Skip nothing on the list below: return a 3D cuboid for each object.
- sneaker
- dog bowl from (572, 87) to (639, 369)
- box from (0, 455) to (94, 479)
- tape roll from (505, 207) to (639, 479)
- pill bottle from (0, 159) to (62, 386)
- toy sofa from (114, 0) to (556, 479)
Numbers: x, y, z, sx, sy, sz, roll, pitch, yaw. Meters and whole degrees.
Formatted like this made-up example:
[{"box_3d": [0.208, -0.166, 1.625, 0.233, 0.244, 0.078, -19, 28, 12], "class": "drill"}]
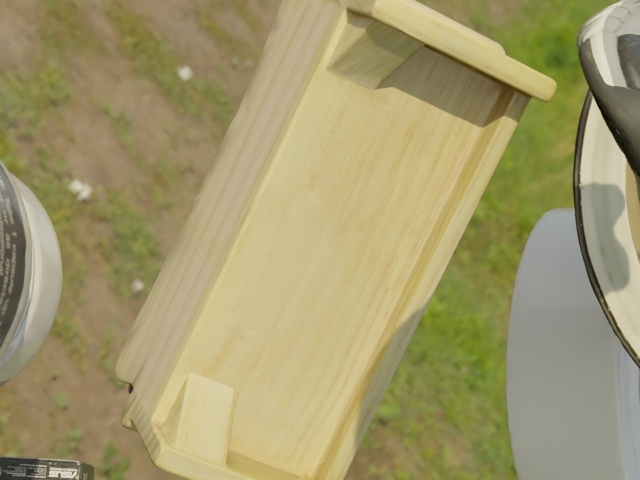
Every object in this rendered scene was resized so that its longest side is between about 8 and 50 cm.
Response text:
[{"box_3d": [0.201, -0.102, 0.747, 0.086, 0.132, 0.228, 59, 23, -13], "class": "sneaker"}, {"box_3d": [0.378, -0.047, 1.096, 0.408, 0.408, 0.150, 53, 9, -1], "class": "dog bowl"}, {"box_3d": [-0.295, 0.261, 1.374, 0.077, 0.180, 0.147, 89, 4, -78], "class": "box"}, {"box_3d": [0.255, 0.110, 1.403, 0.286, 0.100, 0.286, 1, 89, -64], "class": "tape roll"}, {"box_3d": [-0.286, 0.005, 0.892, 0.204, 0.204, 0.361, 58, 6, 12], "class": "pill bottle"}, {"box_3d": [0.000, 0.000, 1.118, 0.150, 0.362, 0.177, 23, 6, -22], "class": "toy sofa"}]
